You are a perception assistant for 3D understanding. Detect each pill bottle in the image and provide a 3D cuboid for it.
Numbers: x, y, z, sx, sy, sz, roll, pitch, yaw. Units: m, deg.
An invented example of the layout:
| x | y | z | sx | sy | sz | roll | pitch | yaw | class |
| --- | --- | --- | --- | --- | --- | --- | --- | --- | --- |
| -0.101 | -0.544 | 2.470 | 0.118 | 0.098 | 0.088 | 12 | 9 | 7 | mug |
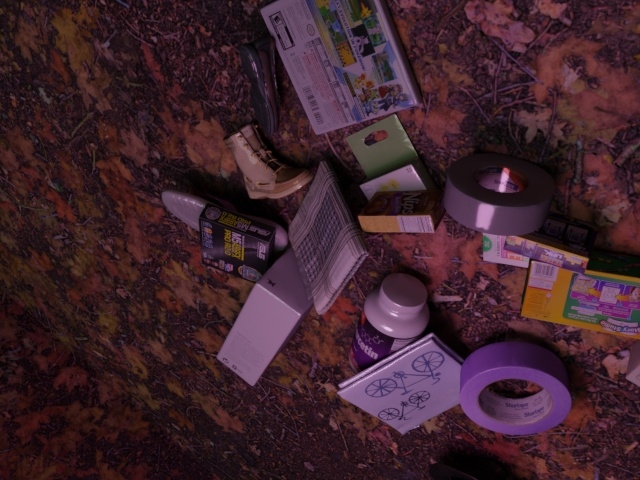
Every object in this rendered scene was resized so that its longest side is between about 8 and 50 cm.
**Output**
| x | y | z | sx | sy | sz | roll | pitch | yaw | class |
| --- | --- | --- | --- | --- | --- | --- | --- | --- | --- |
| 0.193 | 0.246 | 1.666 | 0.182 | 0.181 | 0.322 | 26 | 133 | 16 | pill bottle |

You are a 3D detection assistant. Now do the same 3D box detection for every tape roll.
| x | y | z | sx | sy | sz | roll | pitch | yaw | class |
| --- | --- | --- | --- | --- | --- | --- | --- | --- | --- |
| 0.373 | -0.101 | 1.257 | 0.219 | 0.219 | 0.072 | 19 | 131 | 23 | tape roll |
| 0.506 | 0.390 | 1.567 | 0.275 | 0.090 | 0.274 | 7 | 129 | 8 | tape roll |

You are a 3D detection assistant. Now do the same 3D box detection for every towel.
| x | y | z | sx | sy | sz | roll | pitch | yaw | class |
| --- | --- | --- | --- | --- | --- | --- | --- | --- | --- |
| 0.000 | 0.000 | 1.580 | 0.324 | 0.056 | 0.312 | -61 | 42 | 48 | towel |

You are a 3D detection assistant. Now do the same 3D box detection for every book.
| x | y | z | sx | sy | sz | roll | pitch | yaw | class |
| --- | --- | --- | --- | --- | --- | --- | --- | --- | --- |
| 0.460 | 0.011 | 1.417 | 0.144 | 0.035 | 0.096 | 8 | 122 | 32 | book |

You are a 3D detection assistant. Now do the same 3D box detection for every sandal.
| x | y | z | sx | sy | sz | roll | pitch | yaw | class |
| --- | --- | --- | --- | --- | --- | --- | --- | --- | --- |
| -0.282 | -0.074 | 1.826 | 0.416 | 0.102 | 0.169 | 21 | 148 | 8 | sandal |

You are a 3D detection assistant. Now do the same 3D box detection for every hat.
| x | y | z | sx | sy | sz | roll | pitch | yaw | class |
| --- | --- | --- | --- | --- | --- | --- | --- | --- | --- |
| 0.505 | 0.763 | 1.867 | 0.331 | 0.134 | 0.331 | 36 | 151 | 23 | hat |

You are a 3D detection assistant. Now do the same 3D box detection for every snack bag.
| x | y | z | sx | sy | sz | roll | pitch | yaw | class |
| --- | --- | --- | --- | --- | --- | --- | --- | --- | --- |
| 0.270 | 0.412 | 1.683 | 0.323 | 0.037 | 0.342 | -35 | 128 | 20 | snack bag |

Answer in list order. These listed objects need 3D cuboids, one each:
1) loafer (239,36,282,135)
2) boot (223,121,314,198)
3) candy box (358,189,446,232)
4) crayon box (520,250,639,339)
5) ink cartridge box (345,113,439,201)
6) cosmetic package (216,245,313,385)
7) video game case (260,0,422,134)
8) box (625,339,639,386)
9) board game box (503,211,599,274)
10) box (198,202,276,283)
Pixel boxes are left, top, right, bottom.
| x | y | z | sx | sy | sz | roll | pitch | yaw | class |
| --- | --- | --- | --- | --- | --- | --- | --- | --- | --- |
| -0.127 | -0.380 | 1.492 | 0.096 | 0.084 | 0.267 | 45 | 160 | 34 | loafer |
| -0.146 | -0.219 | 1.608 | 0.262 | 0.095 | 0.203 | 1 | 122 | 51 | boot |
| 0.196 | -0.069 | 1.408 | 0.187 | 0.109 | 0.053 | 2 | 127 | 32 | candy box |
| 0.600 | 0.111 | 1.327 | 0.279 | 0.081 | 0.165 | 10 | 127 | 18 | crayon box |
| 0.168 | -0.170 | 1.468 | 0.171 | 0.056 | 0.235 | -19 | 111 | 43 | ink cartridge box |
| -0.144 | 0.236 | 1.860 | 0.161 | 0.230 | 0.453 | 37 | 136 | 6 | cosmetic package |
| 0.044 | -0.428 | 1.374 | 0.300 | 0.036 | 0.329 | -9 | 115 | 39 | video game case |
| 0.794 | 0.233 | 1.278 | 0.149 | 0.127 | 0.232 | 31 | 135 | 11 | box |
| 0.500 | -0.006 | 1.295 | 0.170 | 0.141 | 0.048 | 20 | 131 | 22 | board game box |
| -0.249 | 0.019 | 1.782 | 0.216 | 0.060 | 0.270 | 21 | 148 | 4 | box |
